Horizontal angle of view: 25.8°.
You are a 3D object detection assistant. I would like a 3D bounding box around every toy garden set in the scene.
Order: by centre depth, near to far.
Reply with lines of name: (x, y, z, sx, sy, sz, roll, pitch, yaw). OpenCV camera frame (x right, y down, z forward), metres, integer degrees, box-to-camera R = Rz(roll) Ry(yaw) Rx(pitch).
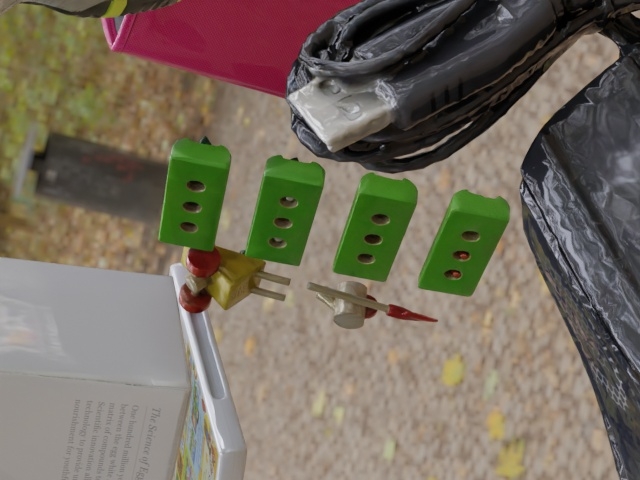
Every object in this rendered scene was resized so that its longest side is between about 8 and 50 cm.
toy garden set: (0.000, 0.000, 1.077, 0.203, 0.244, 0.049, 107, 172, -55)

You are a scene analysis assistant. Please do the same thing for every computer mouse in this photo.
computer mouse: (0.126, 0.019, 0.411, 0.272, 0.189, 0.072, 63, 163, 1)

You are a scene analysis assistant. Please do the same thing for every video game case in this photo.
video game case: (-0.105, 0.169, 1.216, 0.227, 0.026, 0.206, 100, 158, -45)

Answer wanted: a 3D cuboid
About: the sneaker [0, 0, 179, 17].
sneaker: (-0.185, -0.189, 0.706, 0.385, 0.145, 0.147, -32, -26, -54)

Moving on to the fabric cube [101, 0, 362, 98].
fabric cube: (-0.016, -0.268, 1.075, 0.254, 0.258, 0.259, -64, 26, 26)

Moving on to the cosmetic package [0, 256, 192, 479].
cosmetic package: (-0.212, 0.135, 0.866, 0.138, 0.225, 0.224, -107, 28, -60)
